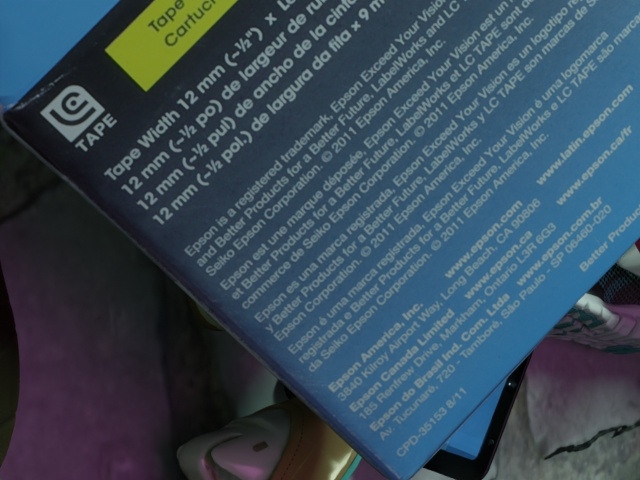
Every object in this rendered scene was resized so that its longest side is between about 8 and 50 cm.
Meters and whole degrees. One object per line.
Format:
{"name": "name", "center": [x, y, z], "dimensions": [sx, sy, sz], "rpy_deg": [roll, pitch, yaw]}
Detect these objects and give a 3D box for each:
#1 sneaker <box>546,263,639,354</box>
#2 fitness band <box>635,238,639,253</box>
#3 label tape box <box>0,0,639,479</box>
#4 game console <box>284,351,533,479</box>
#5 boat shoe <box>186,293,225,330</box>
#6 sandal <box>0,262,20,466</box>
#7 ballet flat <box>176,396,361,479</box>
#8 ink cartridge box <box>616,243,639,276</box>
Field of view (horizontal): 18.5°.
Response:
{"name": "sneaker", "center": [0.160, 0.022, 1.195], "dimensions": [0.166, 0.065, 0.076], "rpy_deg": [17, 65, -48]}
{"name": "fitness band", "center": [0.261, -0.104, 1.069], "dimensions": [0.209, 0.054, 0.291], "rpy_deg": [27, 86, -49]}
{"name": "label tape box", "center": [0.002, -0.092, 0.864], "dimensions": [0.249, 0.115, 0.348], "rpy_deg": [-46, 121, -1]}
{"name": "game console", "center": [0.054, 0.054, 1.070], "dimensions": [0.107, 0.071, 0.122], "rpy_deg": [38, 67, -41]}
{"name": "boat shoe", "center": [0.000, 0.000, 1.016], "dimensions": [0.152, 0.049, 0.056], "rpy_deg": [-39, 111, -31]}
{"name": "sandal", "center": [-0.182, 0.025, 0.844], "dimensions": [0.090, 0.060, 0.219], "rpy_deg": [6, 75, -51]}
{"name": "ballet flat", "center": [-0.056, 0.140, 0.963], "dimensions": [0.073, 0.080, 0.232], "rpy_deg": [51, 60, -22]}
{"name": "ink cartridge box", "center": [0.236, -0.016, 1.210], "dimensions": [0.067, 0.115, 0.198], "rpy_deg": [-43, 139, 21]}
